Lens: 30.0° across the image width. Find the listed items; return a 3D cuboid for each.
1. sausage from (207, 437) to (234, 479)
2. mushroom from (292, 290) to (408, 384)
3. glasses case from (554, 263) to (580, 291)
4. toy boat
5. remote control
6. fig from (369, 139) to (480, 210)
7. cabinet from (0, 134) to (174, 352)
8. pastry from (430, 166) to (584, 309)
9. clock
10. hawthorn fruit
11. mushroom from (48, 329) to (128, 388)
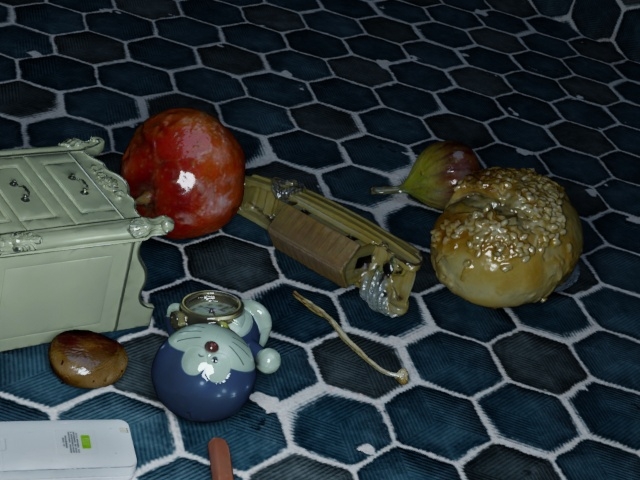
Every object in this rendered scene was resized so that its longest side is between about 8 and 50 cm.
[{"bbox_3d":[-0.140,0.335,1.695,0.035,0.030,0.147,5,32,-16],"label":"sausage"},{"bbox_3d":[0.045,0.165,2.065,0.286,0.026,0.028,34,20,31],"label":"mushroom"},{"bbox_3d":[0.402,0.011,2.425,0.109,0.067,0.282,-20,48,-36],"label":"glasses case"},{"bbox_3d":[0.000,0.000,2.220,0.445,0.136,0.162,31,30,33],"label":"toy boat"},{"bbox_3d":[-0.384,0.292,1.652,0.250,0.034,0.103,1,34,-22],"label":"remote control"},{"bbox_3d":[0.230,-0.140,2.536,0.230,0.160,0.143,7,67,16],"label":"fig"},{"bbox_3d":[-0.449,-0.002,1.910,0.318,0.227,0.290,-9,38,-35],"label":"cabinet"},{"bbox_3d":[0.360,-0.023,2.281,0.284,0.184,0.315,32,55,25],"label":"pastry"},{"bbox_3d":[-0.161,0.178,1.833,0.199,0.146,0.243,13,26,6],"label":"clock"},{"bbox_3d":[-0.270,-0.104,2.165,0.242,0.242,0.272,26,43,17],"label":"hawthorn fruit"},{"bbox_3d":[-0.357,0.177,1.835,0.123,0.052,0.123,15,34,-11],"label":"mushroom"}]
